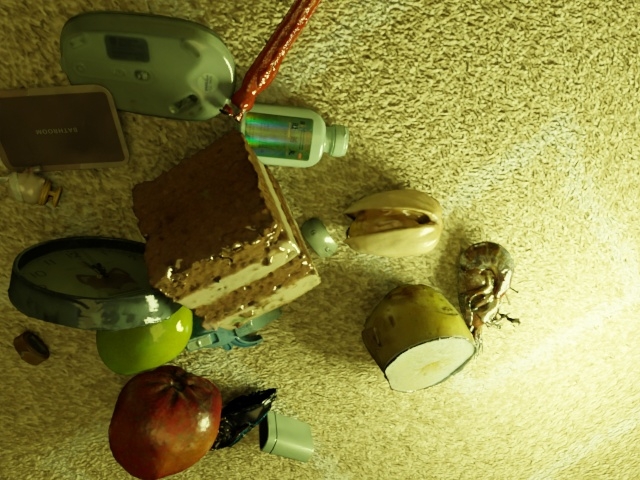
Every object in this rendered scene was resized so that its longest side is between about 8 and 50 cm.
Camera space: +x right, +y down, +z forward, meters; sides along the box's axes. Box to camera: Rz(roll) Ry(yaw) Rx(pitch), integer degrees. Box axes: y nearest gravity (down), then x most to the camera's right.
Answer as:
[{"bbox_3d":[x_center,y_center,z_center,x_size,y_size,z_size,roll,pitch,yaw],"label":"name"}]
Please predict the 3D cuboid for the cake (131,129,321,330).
[{"bbox_3d":[-0.178,-0.008,1.069,0.256,0.282,0.290,-25,149,3],"label":"cake"}]

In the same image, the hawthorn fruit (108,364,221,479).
[{"bbox_3d":[-0.373,0.452,1.290,0.254,0.254,0.300,15,114,-14],"label":"hawthorn fruit"}]

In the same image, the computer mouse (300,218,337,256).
[{"bbox_3d":[0.000,0.000,1.257,0.056,0.032,0.110,-34,114,8],"label":"computer mouse"}]

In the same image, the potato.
[{"bbox_3d":[0.231,0.226,1.315,0.246,0.196,0.299,-22,143,4],"label":"potato"}]

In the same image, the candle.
[{"bbox_3d":[-0.081,-0.370,1.043,0.048,0.051,0.329,34,91,5],"label":"candle"}]

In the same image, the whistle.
[{"bbox_3d":[-0.222,0.194,1.287,0.269,0.093,0.180,-17,121,-7],"label":"whistle"}]

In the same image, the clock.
[{"bbox_3d":[-0.431,0.075,1.072,0.325,0.325,0.067,8,108,-11],"label":"clock"}]

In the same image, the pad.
[{"bbox_3d":[-0.523,-0.216,1.072,0.266,0.002,0.176,-3,125,2],"label":"pad"}]

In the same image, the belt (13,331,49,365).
[{"bbox_3d":[-0.669,0.251,1.258,0.036,0.059,0.083,-30,113,6],"label":"belt"}]

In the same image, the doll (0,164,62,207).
[{"bbox_3d":[-0.595,-0.117,1.105,0.127,0.073,0.084,18,96,-21],"label":"doll"}]

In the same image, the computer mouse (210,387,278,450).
[{"bbox_3d":[-0.206,0.441,1.370,0.242,0.146,0.077,-38,97,6],"label":"computer mouse"}]

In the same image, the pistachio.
[{"bbox_3d":[0.163,-0.037,1.211,0.230,0.157,0.157,-3,114,0],"label":"pistachio"}]

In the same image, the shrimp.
[{"bbox_3d":[0.411,0.159,1.339,0.145,0.116,0.343,-1,114,8],"label":"shrimp"}]

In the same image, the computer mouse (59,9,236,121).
[{"bbox_3d":[-0.324,-0.332,1.035,0.331,0.095,0.197,9,125,-1],"label":"computer mouse"}]

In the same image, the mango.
[{"bbox_3d":[-0.406,0.196,1.211,0.273,0.149,0.185,-24,93,29],"label":"mango"}]

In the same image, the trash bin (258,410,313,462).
[{"bbox_3d":[-0.092,0.513,1.421,0.130,0.116,0.059,23,110,-18],"label":"trash bin"}]

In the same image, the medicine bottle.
[{"bbox_3d":[-0.059,-0.216,1.127,0.229,0.083,0.121,4,110,-10],"label":"medicine bottle"}]
